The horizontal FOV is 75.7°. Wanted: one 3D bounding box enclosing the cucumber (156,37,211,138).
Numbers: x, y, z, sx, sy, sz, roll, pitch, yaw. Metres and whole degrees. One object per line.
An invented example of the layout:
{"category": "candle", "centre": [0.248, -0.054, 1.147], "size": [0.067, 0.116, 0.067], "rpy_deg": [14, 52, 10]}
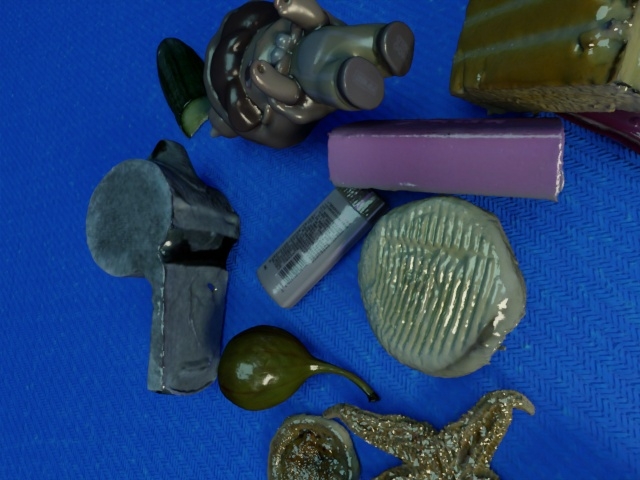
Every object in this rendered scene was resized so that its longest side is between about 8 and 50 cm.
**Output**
{"category": "cucumber", "centre": [-0.297, -0.342, 0.860], "size": [0.115, 0.063, 0.244], "rpy_deg": [-37, 64, 12]}

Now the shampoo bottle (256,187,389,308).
{"category": "shampoo bottle", "centre": [0.000, 0.000, 0.643], "size": [0.227, 0.056, 0.086], "rpy_deg": [-46, 62, 8]}

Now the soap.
{"category": "soap", "centre": [0.161, -0.113, 0.523], "size": [0.259, 0.181, 0.081], "rpy_deg": [7, 112, 27]}

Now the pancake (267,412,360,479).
{"category": "pancake", "centre": [-0.014, 0.325, 0.590], "size": [0.151, 0.025, 0.152], "rpy_deg": [-5, 77, 24]}

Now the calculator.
{"category": "calculator", "centre": [0.381, -0.167, 0.500], "size": [0.126, 0.034, 0.190], "rpy_deg": [-41, 62, -11]}

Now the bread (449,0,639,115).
{"category": "bread", "centre": [0.275, -0.262, 0.448], "size": [0.246, 0.110, 0.240], "rpy_deg": [-146, 69, -65]}

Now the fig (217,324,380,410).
{"category": "fig", "centre": [-0.031, 0.191, 0.592], "size": [0.236, 0.124, 0.125], "rpy_deg": [5, 80, 11]}

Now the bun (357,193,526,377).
{"category": "bun", "centre": [0.149, 0.057, 0.516], "size": [0.220, 0.134, 0.221], "rpy_deg": [-3, 86, 46]}

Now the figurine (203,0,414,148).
{"category": "figurine", "centre": [-0.036, -0.247, 0.607], "size": [0.380, 0.203, 0.249], "rpy_deg": [24, 90, 52]}

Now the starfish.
{"category": "starfish", "centre": [0.135, 0.309, 0.506], "size": [0.302, 0.060, 0.300], "rpy_deg": [10, 88, 21]}

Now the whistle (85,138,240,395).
{"category": "whistle", "centre": [-0.233, 0.034, 0.683], "size": [0.188, 0.168, 0.405], "rpy_deg": [-33, 71, 16]}
